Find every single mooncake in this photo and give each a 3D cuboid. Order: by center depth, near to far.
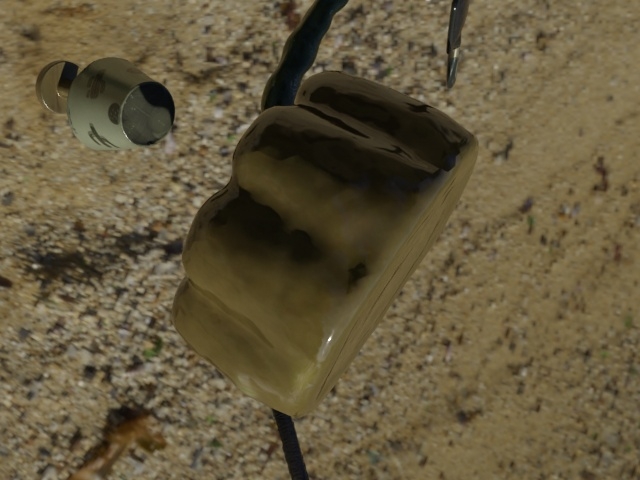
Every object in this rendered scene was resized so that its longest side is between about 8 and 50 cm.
[{"bbox_3d":[0.000,0.000,1.175,0.201,0.378,0.378,34,72,10],"label":"mooncake"}]

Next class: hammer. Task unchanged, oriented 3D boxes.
[{"bbox_3d":[-0.037,0.301,1.481,0.125,0.027,0.297,-8,72,-34],"label":"hammer"}]

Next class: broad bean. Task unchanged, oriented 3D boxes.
[{"bbox_3d":[-0.013,-0.264,1.376,0.052,0.053,0.256,31,85,-26],"label":"broad bean"}]

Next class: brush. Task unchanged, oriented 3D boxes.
[{"bbox_3d":[0.155,-0.232,1.201,0.193,0.016,0.063,87,24,-66],"label":"brush"}]

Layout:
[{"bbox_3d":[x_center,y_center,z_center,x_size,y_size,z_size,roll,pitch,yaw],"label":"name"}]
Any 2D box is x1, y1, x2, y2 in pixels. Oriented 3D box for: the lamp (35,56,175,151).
[{"bbox_3d":[-0.279,-0.176,1.344,0.121,0.215,0.121,-19,117,-41],"label":"lamp"}]
